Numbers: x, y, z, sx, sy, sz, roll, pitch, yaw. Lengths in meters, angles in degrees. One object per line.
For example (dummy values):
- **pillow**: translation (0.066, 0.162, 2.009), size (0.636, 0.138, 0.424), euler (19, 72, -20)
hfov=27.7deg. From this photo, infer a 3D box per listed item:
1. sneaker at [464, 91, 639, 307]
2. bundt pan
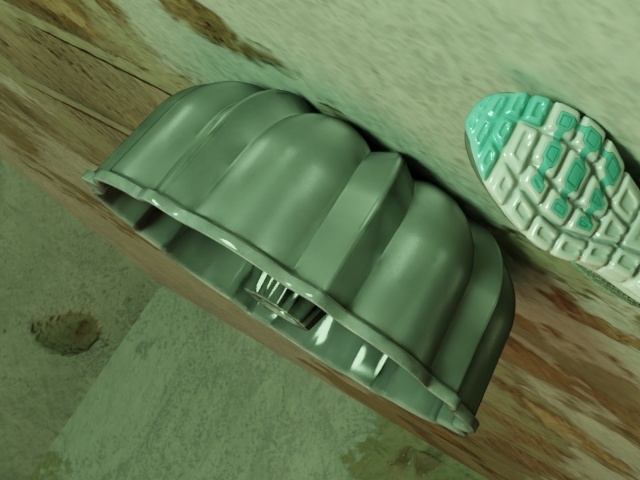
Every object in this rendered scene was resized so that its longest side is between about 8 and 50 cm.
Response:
- **sneaker**: translation (0.127, -0.012, 0.639), size (0.166, 0.065, 0.076), euler (38, 174, -19)
- **bundt pan**: translation (0.000, 0.000, 0.932), size (0.331, 0.124, 0.331), euler (32, 170, 6)
